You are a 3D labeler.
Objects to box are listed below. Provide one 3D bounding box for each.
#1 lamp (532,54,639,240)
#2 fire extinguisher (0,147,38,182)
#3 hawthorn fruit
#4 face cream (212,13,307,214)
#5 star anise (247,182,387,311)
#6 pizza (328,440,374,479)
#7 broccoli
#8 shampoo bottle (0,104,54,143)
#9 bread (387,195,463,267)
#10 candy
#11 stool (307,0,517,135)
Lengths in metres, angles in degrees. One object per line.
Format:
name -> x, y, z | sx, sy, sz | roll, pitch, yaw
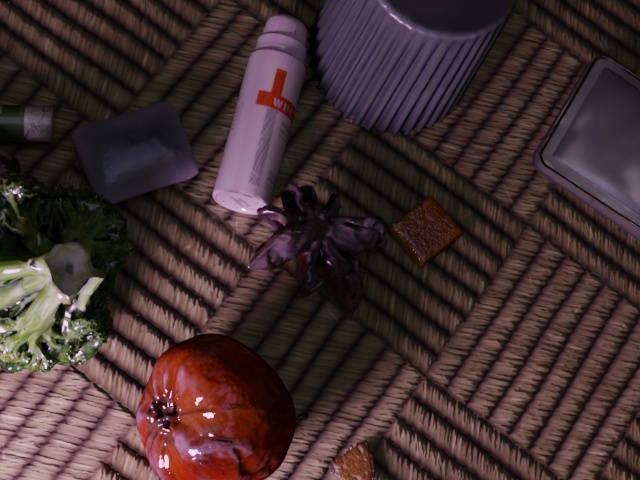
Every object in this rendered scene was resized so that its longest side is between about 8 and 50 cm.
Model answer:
lamp -> 0.546, -0.168, 1.980 | 0.266, 0.047, 0.269 | 34, 70, -1
fire extinguisher -> -0.527, -0.101, 1.708 | 0.252, 0.075, 0.106 | 37, 68, -27
hawthorn fruit -> -0.127, 0.261, 1.628 | 0.271, 0.242, 0.242 | 13, 68, -42
face cream -> -0.091, -0.218, 1.832 | 0.102, 0.102, 0.346 | 16, 73, -7
star anise -> 0.004, 0.001, 1.768 | 0.257, 0.110, 0.198 | 26, 59, -31
pizza -> 0.046, 0.353, 1.731 | 0.078, 0.025, 0.083 | 7, 66, -15
broccoli -> -0.406, 0.044, 1.608 | 0.307, 0.275, 0.308 | 9, 75, -36
shampoo bottle -> -0.528, -0.187, 1.753 | 0.204, 0.065, 0.065 | 0, 74, -12
bread -> 0.178, -0.016, 1.863 | 0.094, 0.035, 0.090 | -37, 84, -19
candy -> -0.297, -0.140, 1.780 | 0.174, 0.071, 0.138 | -20, 80, -15
stool -> 0.151, -0.368, 1.806 | 0.297, 0.330, 0.297 | 3, 73, -10
